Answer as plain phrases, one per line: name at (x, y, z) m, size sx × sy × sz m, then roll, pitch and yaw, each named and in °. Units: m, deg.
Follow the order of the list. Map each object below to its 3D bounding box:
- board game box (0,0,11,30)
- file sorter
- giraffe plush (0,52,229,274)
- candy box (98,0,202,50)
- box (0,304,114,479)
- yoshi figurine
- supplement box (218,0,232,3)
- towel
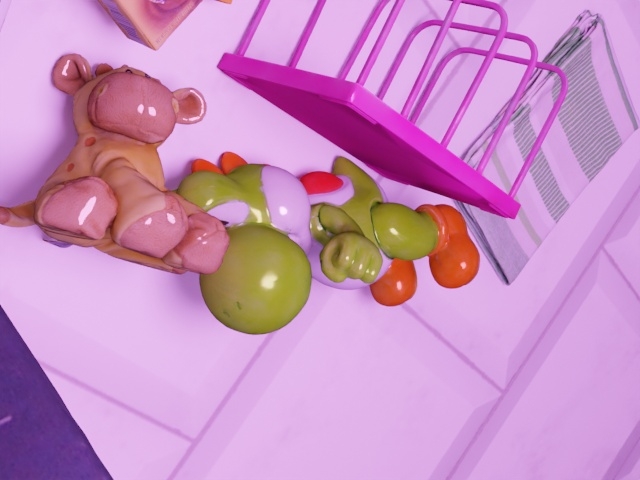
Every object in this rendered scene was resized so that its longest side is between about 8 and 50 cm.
board game box at (-0.312, -0.247, 0.681) m, size 0.193 × 0.053 × 0.305 m, roll 16°, pitch 98°, yaw -43°
file sorter at (0.090, -0.177, 0.961) m, size 0.291 × 0.202 × 0.182 m, roll 28°, pitch 87°, yaw -44°
giraffe plush at (-0.171, -0.074, 0.811) m, size 0.181 × 0.210 × 0.170 m, roll 23°, pitch 78°, yaw -45°
candy box at (-0.158, -0.258, 0.744) m, size 0.109 × 0.053 × 0.186 m, roll -51°, pitch 138°, yaw -12°
box at (-0.302, 0.175, 0.480) m, size 0.297 × 0.472 × 0.480 m, roll -29°, pitch 158°, yaw -29°
yoshi figurine at (-0.002, 0.028, 0.984) m, size 0.362 × 0.203 × 0.203 m, roll 9°, pitch 110°, yaw -40°
supplement box at (-0.102, -0.277, 0.859) m, size 0.062 × 0.036 × 0.098 m, roll 9°, pitch 104°, yaw -42°
towel at (0.321, -0.124, 1.293) m, size 0.325 × 0.038 × 0.248 m, roll -50°, pitch 134°, yaw -11°
